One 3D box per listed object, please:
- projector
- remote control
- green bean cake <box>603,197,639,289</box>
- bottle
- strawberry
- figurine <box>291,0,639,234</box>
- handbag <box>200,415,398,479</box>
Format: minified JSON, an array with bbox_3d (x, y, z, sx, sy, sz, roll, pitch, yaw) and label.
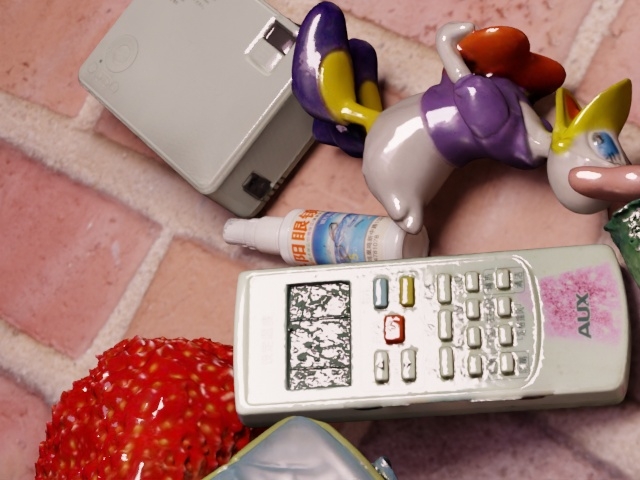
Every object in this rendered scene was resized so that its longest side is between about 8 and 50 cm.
[{"bbox_3d":[-0.103,-0.164,1.983,0.192,0.099,0.257,-53,51,5],"label":"projector"},{"bbox_3d":[0.096,0.083,1.698,0.344,0.050,0.145,-5,63,9],"label":"remote control"},{"bbox_3d":[0.349,0.000,1.542,0.193,0.208,0.107,-31,59,21],"label":"green bean cake"},{"bbox_3d":[0.000,0.000,1.869,0.217,0.060,0.060,5,73,37],"label":"bottle"},{"bbox_3d":[-0.159,0.208,1.770,0.261,0.258,0.261,-10,73,34],"label":"strawberry"},{"bbox_3d":[0.144,-0.093,1.748,0.421,0.154,0.193,8,74,35],"label":"figurine"},{"bbox_3d":[0.009,0.305,1.583,0.222,0.241,0.263,-39,49,-11],"label":"handbag"}]
